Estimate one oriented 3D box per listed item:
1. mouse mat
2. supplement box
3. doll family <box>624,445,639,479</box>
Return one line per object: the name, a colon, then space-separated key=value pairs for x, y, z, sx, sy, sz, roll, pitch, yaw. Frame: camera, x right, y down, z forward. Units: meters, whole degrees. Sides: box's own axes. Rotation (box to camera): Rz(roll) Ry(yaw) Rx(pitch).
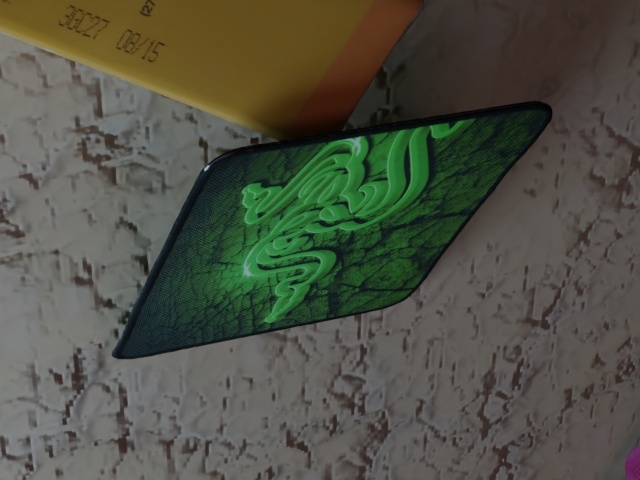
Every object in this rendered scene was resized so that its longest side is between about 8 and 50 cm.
mouse mat: x=0.000 y=0.000 z=0.773 sx=0.153 sy=0.007 sz=0.189 roll=-10 pitch=156 yaw=-24
supplement box: x=-0.078 y=-0.108 z=0.647 sx=0.233 sy=0.080 sz=0.078 roll=19 pitch=114 yaw=-42
doll family: x=0.284 y=0.104 z=1.009 sx=0.163 sy=0.118 sz=0.263 roll=5 pitch=122 yaw=-34
